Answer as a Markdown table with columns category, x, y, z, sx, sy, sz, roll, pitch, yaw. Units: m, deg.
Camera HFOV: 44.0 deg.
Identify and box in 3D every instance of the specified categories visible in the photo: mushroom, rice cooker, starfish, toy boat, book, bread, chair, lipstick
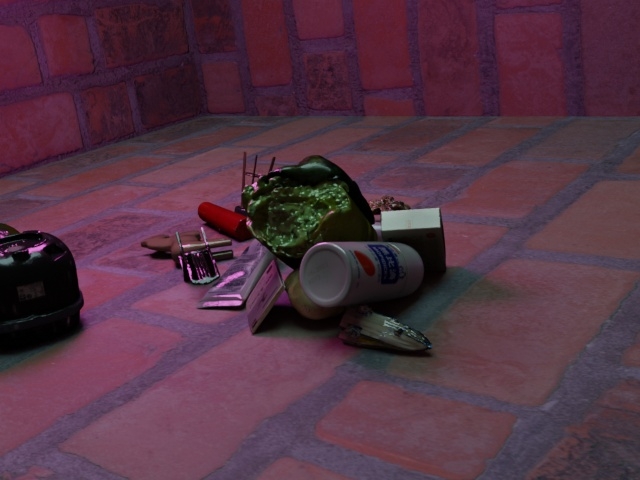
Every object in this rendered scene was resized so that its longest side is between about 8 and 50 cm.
| category | x | y | z | sx | sy | sz | roll | pitch | yaw |
| --- | --- | --- | --- | --- | --- | --- | --- | --- | --- |
| mushroom | -0.010 | 0.113 | 1.705 | 0.148 | 0.112 | 0.148 | 21 | 38 | -17 |
| rice cooker | -0.681 | 0.105 | 1.821 | 0.267 | 0.224 | 0.267 | -3 | 18 | 1 |
| starfish | 0.160 | -0.076 | 2.279 | 0.190 | 0.074 | 0.146 | -24 | 30 | -35 |
| toy boat | 0.127 | 0.180 | 1.546 | 0.210 | 0.066 | 0.084 | 15 | 59 | 36 |
| book | -0.125 | 0.120 | 1.752 | 0.014 | 0.127 | 0.181 | 32 | 10 | -17 |
| bread | -0.006 | -0.032 | 1.824 | 0.251 | 0.208 | 0.376 | -28 | -22 | 6 |
| chair | -0.210 | -0.167 | 2.520 | 0.095 | 0.221 | 0.104 | 10 | 8 | -26 |
| chair | -0.306 | 0.072 | 2.003 | 0.084 | 0.101 | 0.212 | -13 | 44 | -14 |
| lipstick | -0.291 | -0.062 | 2.405 | 0.073 | 0.073 | 0.280 | -18 | 21 | -28 |

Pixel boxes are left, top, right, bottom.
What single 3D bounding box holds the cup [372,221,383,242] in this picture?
| category | x | y | z | sx | sy | sz | roll | pitch | yaw |
| --- | --- | --- | --- | --- | --- | --- | --- | --- | --- |
| cup | 0.112 | -0.007 | 2.106 | 0.116 | 0.074 | 0.104 | 1 | 44 | 11 |

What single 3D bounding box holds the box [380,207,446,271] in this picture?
| category | x | y | z | sx | sy | sz | roll | pitch | yaw |
| --- | --- | --- | --- | --- | --- | --- | --- | --- | --- |
| box | 0.217 | 0.004 | 1.830 | 0.141 | 0.201 | 0.058 | -4 | 59 | 12 |

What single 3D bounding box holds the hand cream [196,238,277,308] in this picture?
| category | x | y | z | sx | sy | sz | roll | pitch | yaw |
| --- | --- | --- | --- | --- | --- | --- | --- | --- | --- |
| hand cream | -0.183 | 0.081 | 1.974 | 0.124 | 0.078 | 0.340 | -3 | 26 | 22 |

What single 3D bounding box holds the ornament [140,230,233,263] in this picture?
| category | x | y | z | sx | sy | sz | roll | pitch | yaw |
| --- | --- | --- | --- | --- | --- | --- | --- | --- | --- |
| ornament | -0.381 | 0.013 | 2.231 | 0.245 | 0.061 | 0.230 | -8 | 17 | -12 |

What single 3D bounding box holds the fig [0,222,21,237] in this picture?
| category | x | y | z | sx | sy | sz | roll | pitch | yaw |
| --- | --- | --- | --- | --- | --- | --- | --- | --- | --- |
| fig | -0.924 | -0.001 | 2.215 | 0.203 | 0.235 | 0.203 | -11 | 19 | 4 |

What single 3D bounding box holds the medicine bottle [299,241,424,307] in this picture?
| category | x | y | z | sx | sy | sz | roll | pitch | yaw |
| --- | --- | --- | --- | --- | --- | --- | --- | --- | --- |
| medicine bottle | 0.104 | 0.067 | 1.665 | 0.130 | 0.130 | 0.341 | 6 | 2 | 34 |
